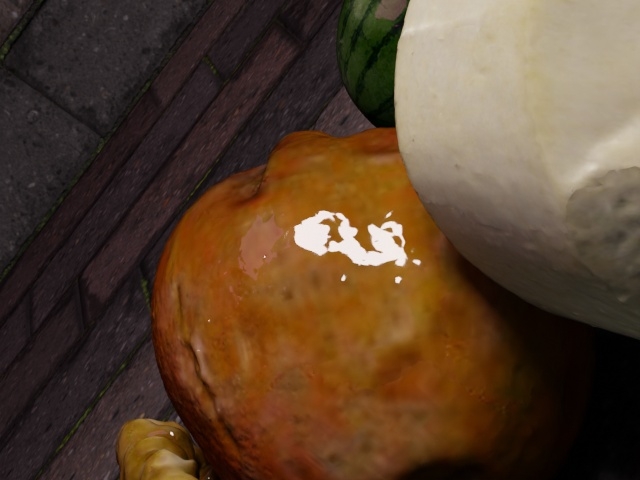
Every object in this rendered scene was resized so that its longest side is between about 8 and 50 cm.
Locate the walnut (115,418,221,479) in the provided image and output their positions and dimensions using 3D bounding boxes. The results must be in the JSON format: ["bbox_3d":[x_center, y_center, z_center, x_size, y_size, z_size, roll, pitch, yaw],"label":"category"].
[{"bbox_3d":[-0.082,0.249,0.927,0.269,0.222,0.244,-123,39,-54],"label":"walnut"}]

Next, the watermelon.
[{"bbox_3d":[0.116,-0.179,1.231,0.215,0.188,0.188,-44,21,10],"label":"watermelon"}]

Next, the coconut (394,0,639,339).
[{"bbox_3d":[0.194,-0.085,0.722,0.323,0.323,0.323,-46,21,23],"label":"coconut"}]

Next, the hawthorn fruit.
[{"bbox_3d":[0.043,0.082,0.882,0.277,0.277,0.298,-36,53,42],"label":"hawthorn fruit"}]
